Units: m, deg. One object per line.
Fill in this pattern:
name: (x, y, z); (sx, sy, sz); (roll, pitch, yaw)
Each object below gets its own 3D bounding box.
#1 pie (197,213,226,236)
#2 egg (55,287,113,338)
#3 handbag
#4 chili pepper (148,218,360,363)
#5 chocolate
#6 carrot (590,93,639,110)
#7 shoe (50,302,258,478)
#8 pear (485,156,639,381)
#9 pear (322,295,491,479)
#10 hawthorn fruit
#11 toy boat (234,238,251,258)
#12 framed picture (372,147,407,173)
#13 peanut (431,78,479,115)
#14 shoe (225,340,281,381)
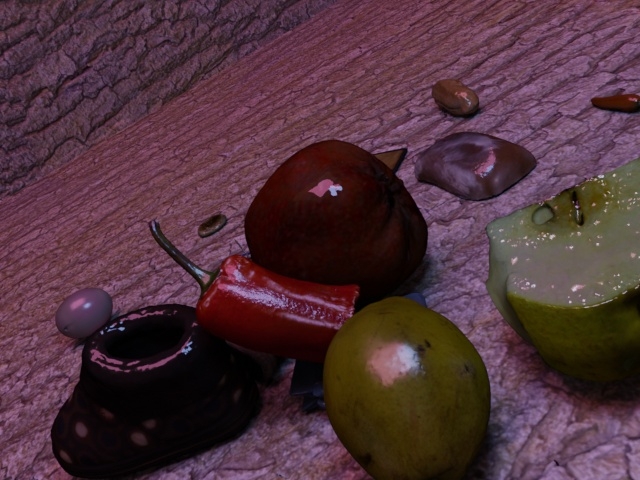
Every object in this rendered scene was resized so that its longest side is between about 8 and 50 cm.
pie: (-0.279, -0.038, 1.825); (0.085, 0.017, 0.085); (-22, 29, 13)
egg: (-0.539, 0.166, 1.631); (0.135, 0.103, 0.103); (-35, 29, -15)
handbag: (0.070, 0.180, 1.122); (0.229, 0.062, 0.179); (-17, 31, 20)
chili pepper: (-0.115, 0.094, 1.067); (0.338, 0.131, 0.135); (15, 36, -4)
chocolate: (0.304, -0.174, 1.471); (0.157, 0.080, 0.254); (-36, 29, -13)
carrot: (0.597, -0.279, 1.439); (0.035, 0.035, 0.142); (-37, 25, -16)
shoe: (-0.312, 0.244, 1.166); (0.383, 0.237, 0.171); (-18, 30, 17)
pear: (0.377, 0.060, 0.941); (0.286, 0.176, 0.282); (-25, 30, 14)
pear: (0.110, 0.194, 0.916); (0.212, 0.212, 0.269); (-22, 41, 11)
hawthorn fruit: (0.020, -0.006, 1.241); (0.325, 0.308, 0.308); (-57, 20, 22)
toy boat: (-0.147, 0.037, 1.493); (0.175, 0.110, 0.091); (-2, 38, 42)
framed picture: (0.041, -0.102, 1.653); (0.255, 0.014, 0.339); (-7, 35, 33)
peanut: (0.332, -0.352, 1.746); (0.080, 0.080, 0.174); (-31, 32, -4)
shoe: (-0.127, 0.168, 1.290); (0.112, 0.099, 0.227); (-32, 32, -22)
